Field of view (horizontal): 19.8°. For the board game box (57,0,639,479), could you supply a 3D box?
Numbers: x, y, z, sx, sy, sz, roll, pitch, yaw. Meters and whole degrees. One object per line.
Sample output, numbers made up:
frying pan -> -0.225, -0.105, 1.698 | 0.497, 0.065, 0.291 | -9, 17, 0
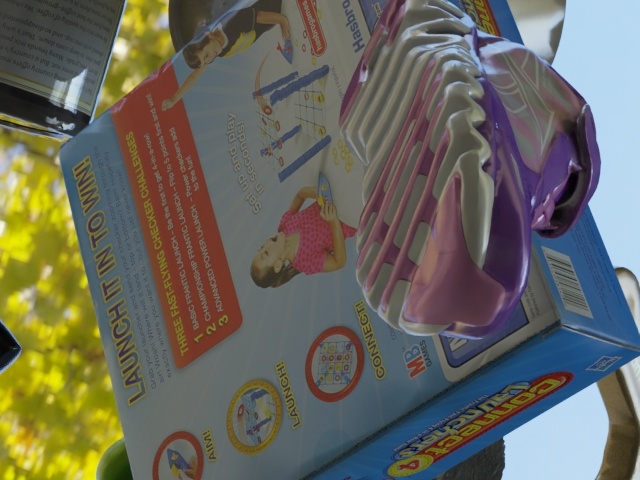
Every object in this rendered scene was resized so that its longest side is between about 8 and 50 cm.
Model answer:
board game box -> 0.000, 0.000, 1.077 | 0.086, 0.302, 0.308 | 19, -134, -46

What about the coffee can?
coffee can -> -0.242, -0.234, 1.448 | 0.202, 0.201, 0.275 | 17, -92, -9

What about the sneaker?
sneaker -> 0.072, -0.032, 0.760 | 0.105, 0.095, 0.236 | 22, -155, -12

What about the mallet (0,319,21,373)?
mallet -> -0.253, 0.105, 1.381 | 0.039, 0.189, 0.062 | -38, -110, -24

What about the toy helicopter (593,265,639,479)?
toy helicopter -> 0.295, 0.143, 1.612 | 0.140, 0.355, 0.235 | 14, -126, 39

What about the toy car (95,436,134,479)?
toy car -> -0.089, 0.215, 1.454 | 0.182, 0.159, 0.136 | 20, -152, -25

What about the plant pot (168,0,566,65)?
plant pot -> 0.016, -0.180, 1.412 | 0.256, 0.256, 0.274 | 52, -147, 12

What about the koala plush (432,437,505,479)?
koala plush -> 0.038, 0.053, 1.294 | 0.221, 0.203, 0.196 | 32, -85, 31
